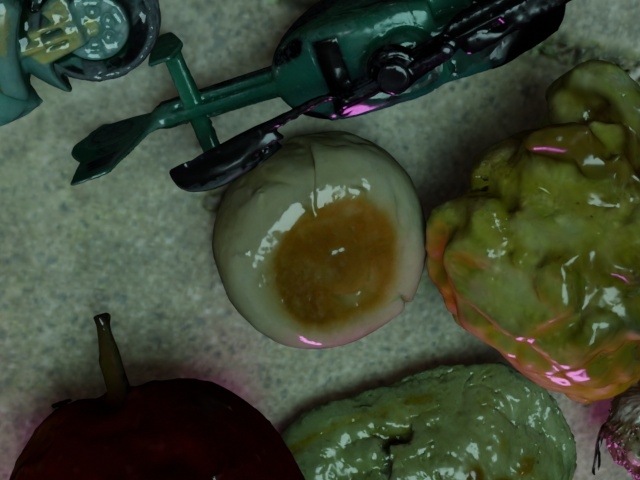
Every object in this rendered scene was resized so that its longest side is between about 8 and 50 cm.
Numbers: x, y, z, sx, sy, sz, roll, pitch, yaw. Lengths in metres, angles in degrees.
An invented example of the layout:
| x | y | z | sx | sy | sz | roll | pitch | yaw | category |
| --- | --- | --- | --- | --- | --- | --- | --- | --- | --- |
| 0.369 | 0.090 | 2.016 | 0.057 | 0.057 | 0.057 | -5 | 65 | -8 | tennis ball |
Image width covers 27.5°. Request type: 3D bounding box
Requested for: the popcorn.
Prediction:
| x | y | z | sx | sy | sz | roll | pitch | yaw | category |
| --- | --- | --- | --- | --- | --- | --- | --- | --- | --- |
| 0.199 | 0.000 | 0.923 | 0.233 | 0.192 | 0.266 | -30 | 135 | -14 | popcorn |

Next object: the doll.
| x | y | z | sx | sy | sz | roll | pitch | yaw | category |
| --- | --- | --- | --- | --- | --- | --- | --- | --- | --- |
| 0.330 | 0.171 | 1.073 | 0.221 | 0.105 | 0.115 | 17 | 141 | -21 | doll |

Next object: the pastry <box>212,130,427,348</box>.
| x | y | z | sx | sy | sz | roll | pitch | yaw | category |
| --- | --- | --- | --- | --- | --- | --- | --- | --- | --- |
| 0.000 | 0.000 | 0.929 | 0.157 | 0.092 | 0.156 | -5 | 113 | -11 | pastry |

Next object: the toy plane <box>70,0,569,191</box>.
| x | y | z | sx | sy | sz | roll | pitch | yaw | category |
| --- | --- | --- | --- | --- | --- | --- | --- | --- | --- |
| 0.013 | -0.121 | 0.858 | 0.382 | 0.155 | 0.106 | -16 | 115 | 9 | toy plane |

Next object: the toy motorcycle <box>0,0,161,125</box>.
| x | y | z | sx | sy | sz | roll | pitch | yaw | category |
| --- | --- | --- | --- | --- | --- | --- | --- | --- | --- |
| -0.258 | -0.165 | 0.800 | 0.296 | 0.109 | 0.198 | 39 | 106 | -26 | toy motorcycle |

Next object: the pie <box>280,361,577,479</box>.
| x | y | z | sx | sy | sz | roll | pitch | yaw | category |
| --- | --- | --- | --- | --- | --- | --- | --- | --- | --- |
| 0.086 | 0.203 | 1.027 | 0.248 | 0.090 | 0.201 | -17 | 115 | -4 | pie |

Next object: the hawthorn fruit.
| x | y | z | sx | sy | sz | roll | pitch | yaw | category |
| --- | --- | --- | --- | --- | --- | --- | --- | --- | --- |
| -0.121 | 0.182 | 0.915 | 0.230 | 0.210 | 0.266 | -20 | 80 | 17 | hawthorn fruit |
